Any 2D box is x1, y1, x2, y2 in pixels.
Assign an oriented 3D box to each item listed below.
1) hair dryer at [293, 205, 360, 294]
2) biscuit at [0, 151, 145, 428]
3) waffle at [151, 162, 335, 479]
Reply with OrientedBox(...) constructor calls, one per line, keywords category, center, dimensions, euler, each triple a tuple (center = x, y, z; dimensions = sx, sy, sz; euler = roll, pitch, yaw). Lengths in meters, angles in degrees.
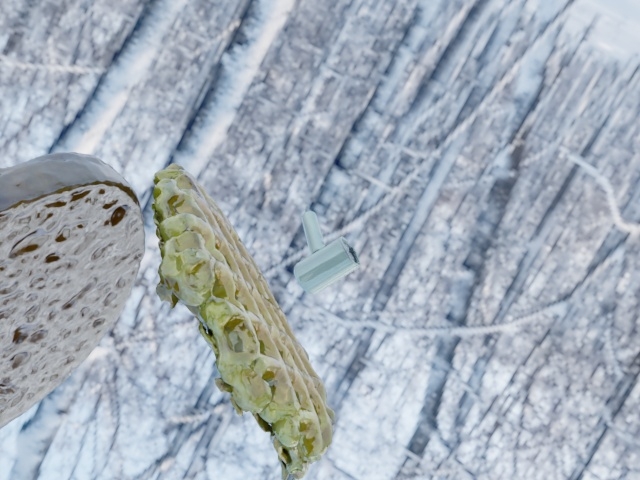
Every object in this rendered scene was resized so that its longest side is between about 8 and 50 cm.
OrientedBox(category="hair dryer", center=(0.000, 0.000, 1.121), dimensions=(0.038, 0.063, 0.124), euler=(48, -163, -37))
OrientedBox(category="biscuit", center=(-0.306, 0.062, 0.815), dimensions=(0.070, 0.350, 0.394), euler=(42, -134, 22))
OrientedBox(category="waffle", center=(-0.064, 0.056, 0.832), dimensions=(0.254, 0.052, 0.245), euler=(59, -175, -22))
